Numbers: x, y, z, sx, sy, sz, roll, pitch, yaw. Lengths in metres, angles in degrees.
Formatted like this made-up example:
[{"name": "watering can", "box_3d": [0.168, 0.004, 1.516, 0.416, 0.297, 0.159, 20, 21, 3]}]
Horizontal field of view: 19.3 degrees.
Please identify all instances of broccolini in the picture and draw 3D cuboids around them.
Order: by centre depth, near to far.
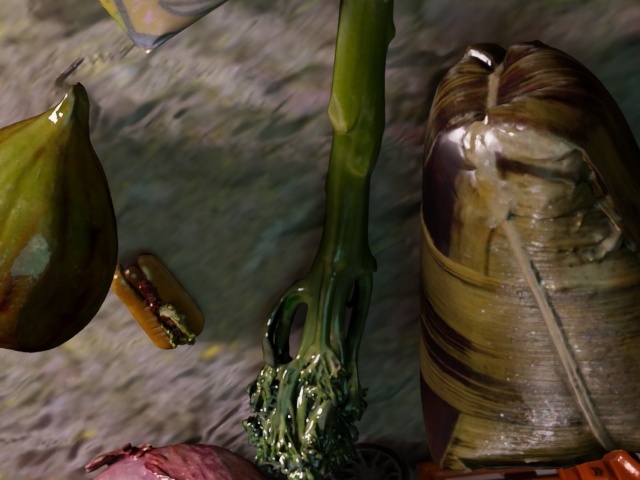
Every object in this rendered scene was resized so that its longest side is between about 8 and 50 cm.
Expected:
[{"name": "broccolini", "box_3d": [0.006, 0.000, 1.068, 0.078, 0.074, 0.392, -14, 136, -19]}]

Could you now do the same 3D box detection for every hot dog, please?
[{"name": "hot dog", "box_3d": [-0.095, 0.040, 1.105, 0.037, 0.021, 0.083, -30, 133, 8]}]

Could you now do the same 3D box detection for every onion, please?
[{"name": "onion", "box_3d": [-0.075, 0.219, 1.157, 0.159, 0.195, 0.159, -14, 125, -21]}]

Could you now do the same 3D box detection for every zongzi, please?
[{"name": "zongzi", "box_3d": [0.201, 0.017, 1.078, 0.288, 0.134, 0.286, 3, 134, 6]}]

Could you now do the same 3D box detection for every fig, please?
[{"name": "fig", "box_3d": [-0.150, -0.015, 0.983, 0.155, 0.103, 0.109, -60, 162, 18]}]

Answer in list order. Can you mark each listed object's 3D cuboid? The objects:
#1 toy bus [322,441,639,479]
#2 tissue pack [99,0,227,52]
[{"name": "toy bus", "box_3d": [0.136, 0.223, 1.272, 0.329, 0.153, 0.143, -3, 130, -19]}, {"name": "tissue pack", "box_3d": [-0.082, -0.171, 0.889, 0.108, 0.060, 0.148, -32, 135, 7]}]
